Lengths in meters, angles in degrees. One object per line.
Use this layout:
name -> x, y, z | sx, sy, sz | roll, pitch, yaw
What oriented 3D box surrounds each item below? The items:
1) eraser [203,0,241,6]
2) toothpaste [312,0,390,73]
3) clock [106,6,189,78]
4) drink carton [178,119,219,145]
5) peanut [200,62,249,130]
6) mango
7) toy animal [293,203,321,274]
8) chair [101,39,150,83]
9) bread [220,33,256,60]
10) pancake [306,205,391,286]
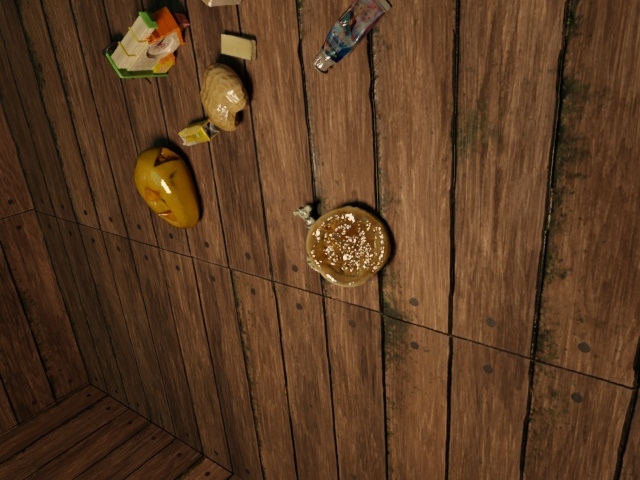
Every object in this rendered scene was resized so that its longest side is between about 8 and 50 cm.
eraser -> -0.390, -0.874, 1.588 | 0.343, 0.144, 0.078 | 48, 135, 10
toothpaste -> 0.077, -0.579, 1.413 | 0.266, 0.061, 0.096 | -41, 82, 37
clock -> -0.590, -0.698, 1.798 | 0.255, 0.220, 0.106 | -32, 90, 36
drink carton -> -0.479, -0.408, 1.936 | 0.200, 0.084, 0.074 | -1, 133, 39
peanut -> -0.338, -0.488, 1.758 | 0.197, 0.110, 0.233 | 44, 130, 15
mango -> -0.620, -0.213, 2.094 | 0.253, 0.182, 0.364 | -20, 109, 41
toy animal -> 0.014, -0.004, 1.725 | 0.170, 0.090, 0.255 | -5, 99, 33
chair -> -0.764, -0.719, 2.019 | 0.222, 0.104, 0.095 | 37, 104, 14
bread -> -0.274, -0.642, 1.684 | 0.154, 0.028, 0.068 | 23, 124, 31
pancake -> 0.085, 0.016, 1.631 | 0.283, 0.049, 0.282 | 3, 100, 18
